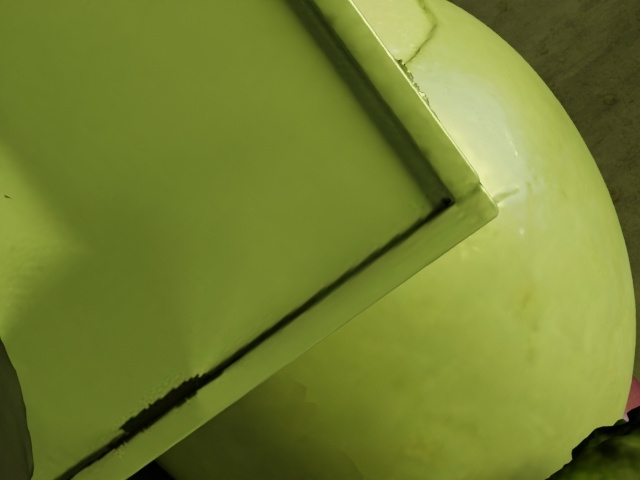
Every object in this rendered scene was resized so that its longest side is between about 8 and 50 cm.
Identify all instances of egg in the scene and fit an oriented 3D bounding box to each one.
[{"bbox_3d":[0.000,0.000,0.647,0.336,0.278,0.278,46,11,-24],"label":"egg"}]

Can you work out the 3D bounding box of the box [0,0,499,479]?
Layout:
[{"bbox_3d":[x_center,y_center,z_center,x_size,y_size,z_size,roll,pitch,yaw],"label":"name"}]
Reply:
[{"bbox_3d":[-0.099,-0.046,0.439,0.225,0.225,0.117,53,8,-11],"label":"box"}]

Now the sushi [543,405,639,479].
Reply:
[{"bbox_3d":[0.229,0.219,0.487,0.178,0.352,0.294,86,11,-54],"label":"sushi"}]

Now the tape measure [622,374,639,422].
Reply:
[{"bbox_3d":[0.145,0.178,0.935,0.149,0.231,0.245,56,12,12],"label":"tape measure"}]

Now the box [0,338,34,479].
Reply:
[{"bbox_3d":[-0.174,0.029,0.183,0.359,0.091,0.350,47,10,-32],"label":"box"}]
